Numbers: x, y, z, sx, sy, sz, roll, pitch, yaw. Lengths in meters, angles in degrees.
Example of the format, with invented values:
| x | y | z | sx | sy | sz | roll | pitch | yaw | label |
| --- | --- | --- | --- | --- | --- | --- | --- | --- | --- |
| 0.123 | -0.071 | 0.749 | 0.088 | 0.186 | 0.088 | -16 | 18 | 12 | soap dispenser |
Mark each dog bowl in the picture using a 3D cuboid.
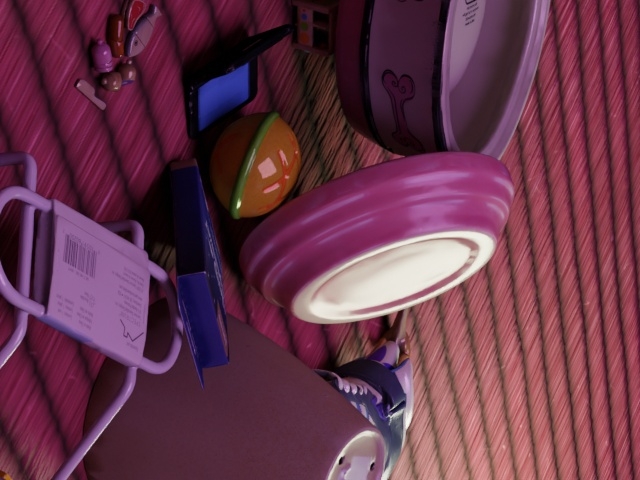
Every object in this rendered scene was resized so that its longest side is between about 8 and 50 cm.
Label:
| x | y | z | sx | sy | sz | roll | pitch | yaw | label |
| --- | --- | --- | --- | --- | --- | --- | --- | --- | --- |
| 0.148 | -0.276 | 2.216 | 0.408 | 0.150 | 0.408 | 13 | 90 | -69 | dog bowl |

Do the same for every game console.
| x | y | z | sx | sy | sz | roll | pitch | yaw | label |
| --- | --- | --- | --- | --- | --- | --- | --- | --- | --- |
| -0.085 | -0.173 | 2.037 | 0.122 | 0.107 | 0.071 | -40 | 109 | -42 | game console |

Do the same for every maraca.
| x | y | z | sx | sy | sz | roll | pitch | yaw | label |
| --- | --- | --- | --- | --- | --- | --- | --- | --- | --- |
| -0.070 | -0.083 | 2.088 | 0.185 | 0.099 | 0.127 | 9 | 106 | -85 | maraca |

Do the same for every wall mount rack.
| x | y | z | sx | sy | sz | roll | pitch | yaw | label |
| --- | --- | --- | --- | --- | --- | --- | --- | --- | --- |
| -0.265 | 0.094 | 1.769 | 0.350 | 0.130 | 0.304 | 37 | 52 | -58 | wall mount rack |

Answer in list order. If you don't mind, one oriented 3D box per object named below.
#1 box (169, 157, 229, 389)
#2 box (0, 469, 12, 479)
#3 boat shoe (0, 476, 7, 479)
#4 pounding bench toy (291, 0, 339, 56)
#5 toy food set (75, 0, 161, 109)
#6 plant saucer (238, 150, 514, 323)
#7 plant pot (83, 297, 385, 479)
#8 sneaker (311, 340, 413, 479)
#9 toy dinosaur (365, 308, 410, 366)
| x | y | z | sx | sy | sz | roll | pitch | yaw | label |
| --- | --- | --- | --- | --- | --- | --- | --- | --- | --- |
| -0.128 | 0.036 | 1.983 | 0.225 | 0.036 | 0.136 | -97 | 176 | -48 | box |
| -0.330 | 0.303 | 1.941 | 0.081 | 0.028 | 0.136 | -56 | 145 | -24 | box |
| -0.391 | 0.304 | 1.776 | 0.254 | 0.095 | 0.079 | -31 | 130 | -46 | boat shoe |
| 0.011 | -0.254 | 2.162 | 0.083 | 0.052 | 0.065 | -35 | 134 | -46 | pounding bench toy |
| -0.200 | -0.194 | 1.886 | 0.122 | 0.019 | 0.078 | -65 | 149 | -11 | toy food set |
| 0.074 | 0.009 | 2.168 | 0.332 | 0.332 | 0.084 | 21 | 46 | -60 | plant saucer |
| -0.074 | 0.221 | 2.067 | 0.256 | 0.274 | 0.256 | -36 | 135 | -46 | plant pot |
| 0.021 | 0.191 | 2.372 | 0.236 | 0.130 | 0.323 | -62 | 145 | -34 | sneaker |
| 0.102 | 0.134 | 2.531 | 0.112 | 0.064 | 0.211 | -61 | 163 | -52 | toy dinosaur |
